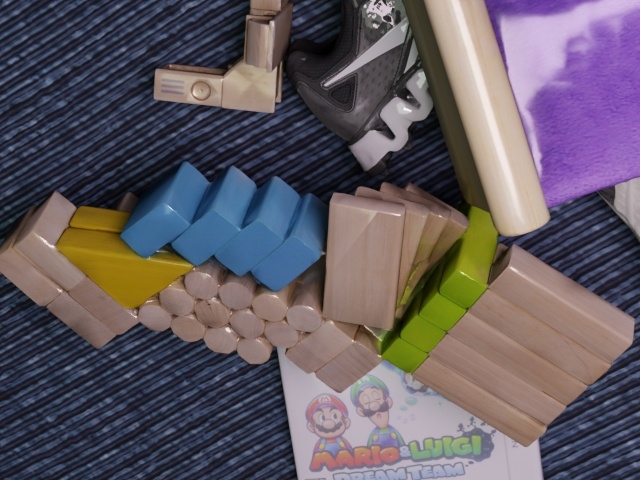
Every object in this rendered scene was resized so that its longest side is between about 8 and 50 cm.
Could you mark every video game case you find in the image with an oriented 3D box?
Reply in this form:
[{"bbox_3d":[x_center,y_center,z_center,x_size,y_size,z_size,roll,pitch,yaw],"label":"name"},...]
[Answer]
[{"bbox_3d":[0.056,0.100,1.011,0.157,0.019,0.143,-6,106,9],"label":"video game case"}]

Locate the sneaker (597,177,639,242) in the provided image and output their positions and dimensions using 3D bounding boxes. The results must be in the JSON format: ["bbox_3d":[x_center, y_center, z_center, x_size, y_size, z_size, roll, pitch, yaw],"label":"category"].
[{"bbox_3d":[0.203,-0.049,0.925,0.085,0.086,0.237,-29,90,43],"label":"sneaker"}]

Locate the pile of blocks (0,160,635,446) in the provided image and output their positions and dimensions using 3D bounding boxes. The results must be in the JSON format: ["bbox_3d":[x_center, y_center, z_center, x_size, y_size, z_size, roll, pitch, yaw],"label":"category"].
[{"bbox_3d":[0.000,0.000,0.928,0.362,0.113,0.149,12,130,6],"label":"pile of blocks"}]

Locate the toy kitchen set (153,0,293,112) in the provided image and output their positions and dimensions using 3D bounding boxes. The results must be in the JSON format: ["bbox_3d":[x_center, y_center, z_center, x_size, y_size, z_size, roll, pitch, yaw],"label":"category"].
[{"bbox_3d":[-0.059,-0.118,0.931,0.075,0.068,0.083,7,108,5],"label":"toy kitchen set"}]

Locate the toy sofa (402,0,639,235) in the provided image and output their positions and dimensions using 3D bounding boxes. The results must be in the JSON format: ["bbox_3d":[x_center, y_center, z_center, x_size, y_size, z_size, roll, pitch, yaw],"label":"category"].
[{"bbox_3d":[0.229,-0.129,0.782,0.362,0.177,0.150,-19,102,-7],"label":"toy sofa"}]

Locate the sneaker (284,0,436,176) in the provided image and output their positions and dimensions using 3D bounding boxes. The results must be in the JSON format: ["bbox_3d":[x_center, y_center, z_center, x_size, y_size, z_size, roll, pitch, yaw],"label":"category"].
[{"bbox_3d":[0.062,-0.151,0.900,0.106,0.078,0.234,37,110,-8],"label":"sneaker"}]
